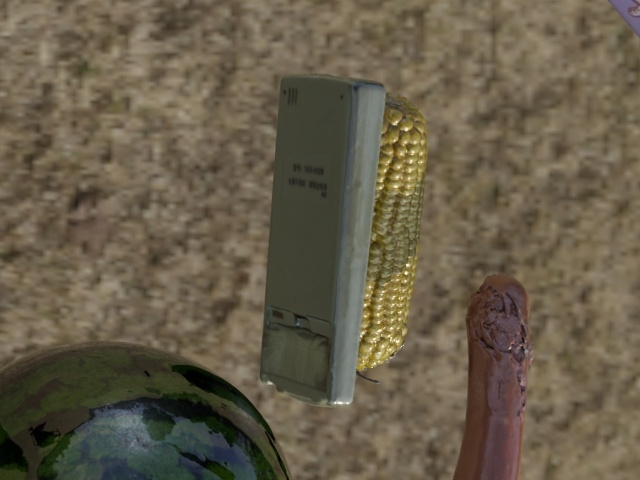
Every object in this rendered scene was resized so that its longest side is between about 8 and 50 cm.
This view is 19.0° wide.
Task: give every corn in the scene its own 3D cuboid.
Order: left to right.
[{"bbox_3d":[0.050,-0.004,1.927,0.106,0.106,0.305,-22,131,-40],"label":"corn"}]

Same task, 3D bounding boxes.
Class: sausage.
[{"bbox_3d":[0.164,0.177,1.855,0.078,0.078,0.304,26,63,-42],"label":"sausage"}]

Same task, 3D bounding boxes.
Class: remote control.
[{"bbox_3d":[0.000,0.000,1.644,0.038,0.123,0.285,1,94,-34],"label":"remote control"}]

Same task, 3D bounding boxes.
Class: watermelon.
[{"bbox_3d":[-0.156,0.219,1.438,0.285,0.285,0.285,-4,96,-43],"label":"watermelon"}]

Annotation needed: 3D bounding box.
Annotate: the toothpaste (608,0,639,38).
[{"bbox_3d":[0.251,-0.168,1.283,0.125,0.080,0.371,-35,108,12],"label":"toothpaste"}]
